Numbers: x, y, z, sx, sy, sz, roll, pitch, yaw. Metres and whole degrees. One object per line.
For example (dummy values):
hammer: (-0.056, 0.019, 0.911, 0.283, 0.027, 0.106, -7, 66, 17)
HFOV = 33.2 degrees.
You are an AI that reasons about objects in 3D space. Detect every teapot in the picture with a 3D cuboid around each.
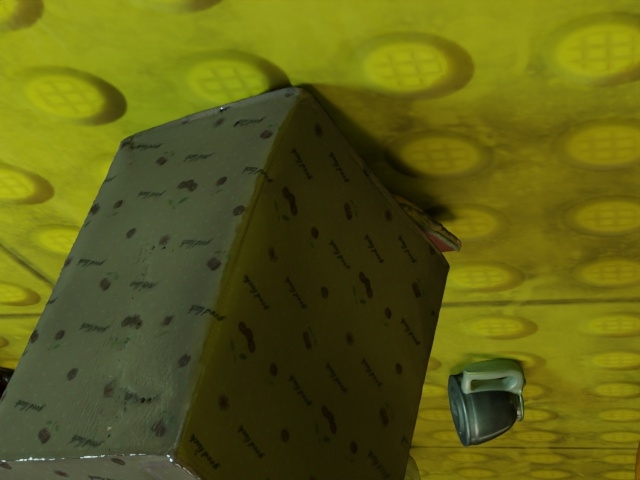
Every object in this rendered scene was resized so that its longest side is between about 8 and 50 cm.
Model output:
teapot: (0.212, 0.201, 1.336, 0.091, 0.092, 0.124, -11, 164, -6)

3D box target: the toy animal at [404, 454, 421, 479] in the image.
toy animal: (0.054, 0.373, 1.736, 0.221, 0.103, 0.131, 15, 156, -24)

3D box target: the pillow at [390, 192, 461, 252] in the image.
pillow: (0.000, 0.000, 0.958, 0.233, 0.043, 0.126, -11, 153, 33)

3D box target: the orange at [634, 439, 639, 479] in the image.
orange: (0.502, 0.292, 1.277, 0.261, 0.261, 0.261, 4, 157, 2)

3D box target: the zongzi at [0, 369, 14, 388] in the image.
zongzi: (-0.328, 0.292, 1.486, 0.241, 0.247, 0.111, 32, 100, -39)

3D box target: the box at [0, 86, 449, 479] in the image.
box: (-0.061, 0.083, 0.777, 0.190, 0.297, 0.225, -12, 136, 33)

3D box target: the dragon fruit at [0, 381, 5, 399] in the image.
dragon fruit: (-0.426, 0.259, 1.563, 0.063, 0.097, 0.131, -11, 152, 28)
